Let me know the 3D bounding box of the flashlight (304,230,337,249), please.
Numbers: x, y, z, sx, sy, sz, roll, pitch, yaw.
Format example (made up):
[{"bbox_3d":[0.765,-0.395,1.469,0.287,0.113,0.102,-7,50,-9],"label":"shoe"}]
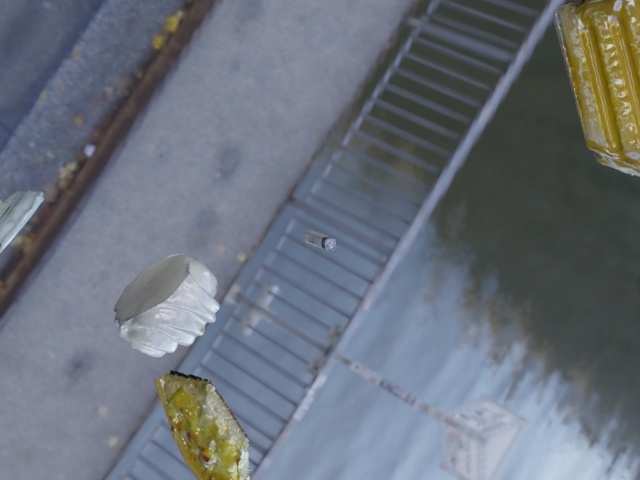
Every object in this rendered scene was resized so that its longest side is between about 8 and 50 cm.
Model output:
[{"bbox_3d":[0.000,0.000,1.721,0.018,0.083,0.018,-2,98,-21],"label":"flashlight"}]

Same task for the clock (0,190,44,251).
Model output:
[{"bbox_3d":[-0.457,0.010,1.543,0.053,0.236,0.236,43,74,-16],"label":"clock"}]

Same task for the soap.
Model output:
[{"bbox_3d":[0.422,-0.209,1.597,0.080,0.160,0.258,21,56,-66],"label":"soap"}]

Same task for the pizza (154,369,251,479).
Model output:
[{"bbox_3d":[-0.115,0.189,1.151,0.035,0.160,0.099,-22,159,-34],"label":"pizza"}]

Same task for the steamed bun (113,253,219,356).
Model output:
[{"bbox_3d":[-0.229,0.105,1.815,0.183,0.183,0.106,-48,116,-20],"label":"steamed bun"}]
